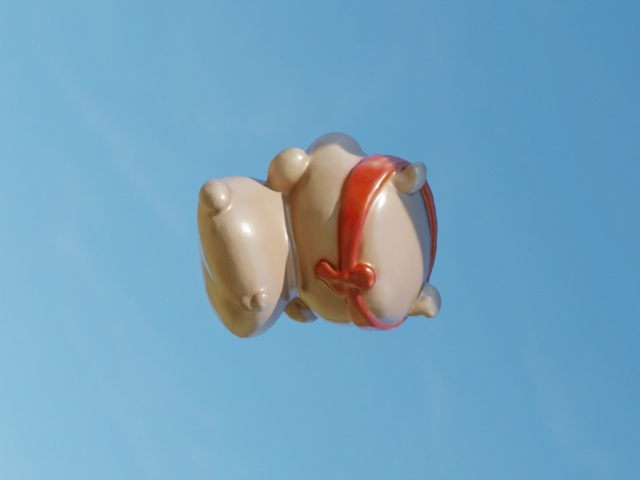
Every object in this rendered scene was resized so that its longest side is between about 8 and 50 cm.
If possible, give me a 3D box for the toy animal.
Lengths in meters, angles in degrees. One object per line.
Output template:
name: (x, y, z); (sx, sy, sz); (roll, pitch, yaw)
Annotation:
toy animal: (0.000, 0.000, 1.251); (0.171, 0.197, 0.171); (174, -90, -84)
